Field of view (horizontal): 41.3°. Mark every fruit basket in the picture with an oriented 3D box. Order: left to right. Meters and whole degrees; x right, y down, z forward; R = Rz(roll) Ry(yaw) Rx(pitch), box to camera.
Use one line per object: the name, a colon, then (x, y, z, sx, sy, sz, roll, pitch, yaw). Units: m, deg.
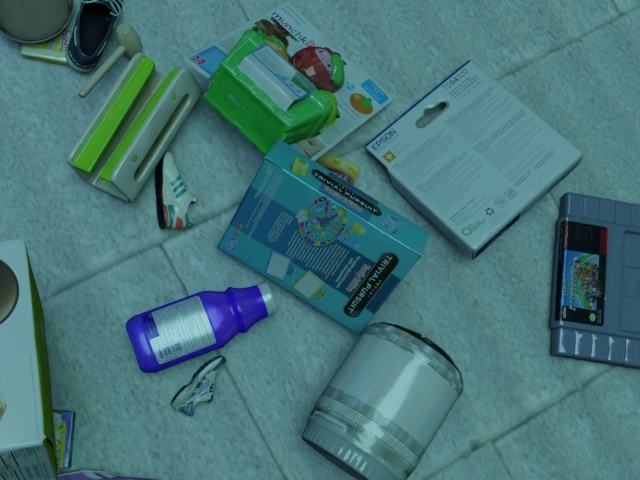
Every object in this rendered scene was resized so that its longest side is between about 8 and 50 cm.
fruit basket: (-0.048, -0.335, 1.721, 0.327, 0.165, 0.353, 44, 53, 6)

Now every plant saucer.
plant saucer: (-0.585, -0.474, 1.726, 0.168, 0.029, 0.168, 1, 78, -7)

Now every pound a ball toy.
pound a ball toy: (-0.380, -0.253, 1.702, 0.208, 0.136, 0.319, 22, 73, 23)

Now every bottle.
bottle: (-0.226, 0.158, 1.636, 0.282, 0.092, 0.118, -21, 82, -13)

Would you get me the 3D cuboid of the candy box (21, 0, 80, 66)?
candy box: (-0.545, -0.466, 1.758, 0.105, 0.027, 0.206, 10, 76, -9)

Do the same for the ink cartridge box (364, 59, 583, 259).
ink cartridge box: (0.319, -0.177, 1.793, 0.324, 0.071, 0.330, -40, 69, -12)

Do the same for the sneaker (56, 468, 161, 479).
sneaker: (-0.388, 0.462, 1.507, 0.282, 0.161, 0.102, 0, 79, -8)

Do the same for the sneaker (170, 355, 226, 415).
sneaker: (-0.225, 0.281, 1.636, 0.058, 0.052, 0.135, 44, 82, -8)

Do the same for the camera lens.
camera lens: (0.120, 0.308, 1.592, 0.219, 0.219, 0.274, 36, 74, 0)

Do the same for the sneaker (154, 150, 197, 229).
sneaker: (-0.289, -0.099, 1.710, 0.075, 0.057, 0.161, 2, 74, -27)

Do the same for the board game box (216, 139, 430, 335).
board game box: (0.000, 0.000, 1.629, 0.336, 0.254, 0.079, 32, 39, -2)

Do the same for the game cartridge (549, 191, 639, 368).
game cartridge: (0.608, 0.084, 1.809, 0.230, 0.068, 0.355, 10, 76, -11)

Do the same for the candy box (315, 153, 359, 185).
candy box: (-0.025, -0.131, 1.755, 0.186, 0.053, 0.109, 20, 73, -6)

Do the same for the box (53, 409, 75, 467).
box: (-0.549, 0.364, 1.563, 0.179, 0.043, 0.105, 2, 77, -7)

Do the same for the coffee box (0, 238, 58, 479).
coffee box: (-0.620, 0.229, 1.387, 0.334, 0.338, 0.338, -6, 67, -16)

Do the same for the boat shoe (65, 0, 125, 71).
boat shoe: (-0.455, -0.468, 1.731, 0.095, 0.079, 0.255, 26, 69, -25)
